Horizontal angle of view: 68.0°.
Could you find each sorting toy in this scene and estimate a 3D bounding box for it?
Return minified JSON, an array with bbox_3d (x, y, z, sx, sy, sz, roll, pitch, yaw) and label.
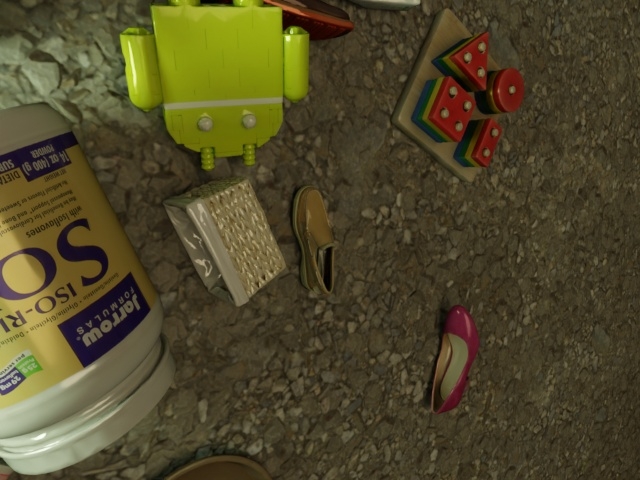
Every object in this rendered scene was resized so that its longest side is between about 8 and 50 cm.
[{"bbox_3d":[0.301,-0.288,0.964,0.257,0.089,0.255,28,82,-34],"label":"sorting toy"}]

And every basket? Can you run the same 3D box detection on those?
[{"bbox_3d":[-0.138,-0.005,0.702,0.103,0.113,0.167,-35,116,-27],"label":"basket"}]

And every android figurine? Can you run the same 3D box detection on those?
[{"bbox_3d":[-0.135,-0.229,0.651,0.248,0.056,0.273,-7,120,-20],"label":"android figurine"}]

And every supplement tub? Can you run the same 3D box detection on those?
[{"bbox_3d":[-0.320,0.049,0.509,0.241,0.241,0.331,-31,114,-26],"label":"supplement tub"}]

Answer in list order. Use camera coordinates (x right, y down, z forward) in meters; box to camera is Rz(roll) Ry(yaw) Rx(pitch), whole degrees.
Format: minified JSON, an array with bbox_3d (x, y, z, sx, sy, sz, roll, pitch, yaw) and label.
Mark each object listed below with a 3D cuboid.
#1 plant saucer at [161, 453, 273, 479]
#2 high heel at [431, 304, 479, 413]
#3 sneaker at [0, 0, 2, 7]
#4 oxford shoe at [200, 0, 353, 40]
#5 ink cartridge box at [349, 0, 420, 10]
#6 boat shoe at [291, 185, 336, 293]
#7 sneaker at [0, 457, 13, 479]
[{"bbox_3d":[-0.198,0.482,0.785,0.277,0.041,0.278,-7,102,-33],"label":"plant saucer"},{"bbox_3d":[0.285,0.266,1.052,0.117,0.082,0.244,-24,124,-39],"label":"high heel"},{"bbox_3d":[-0.381,-0.205,0.465,0.108,0.169,0.293,30,65,-36],"label":"sneaker"},{"bbox_3d":[-0.063,-0.369,0.705,0.271,0.097,0.098,1,91,-34],"label":"oxford shoe"},{"bbox_3d":[0.062,-0.497,0.806,0.224,0.056,0.181,-4,101,-15],"label":"ink cartridge box"},{"bbox_3d":[0.000,0.000,0.819,0.068,0.072,0.190,-17,107,-31],"label":"boat shoe"},{"bbox_3d":[-0.453,0.282,0.572,0.134,0.051,0.070,45,67,-35],"label":"sneaker"}]
